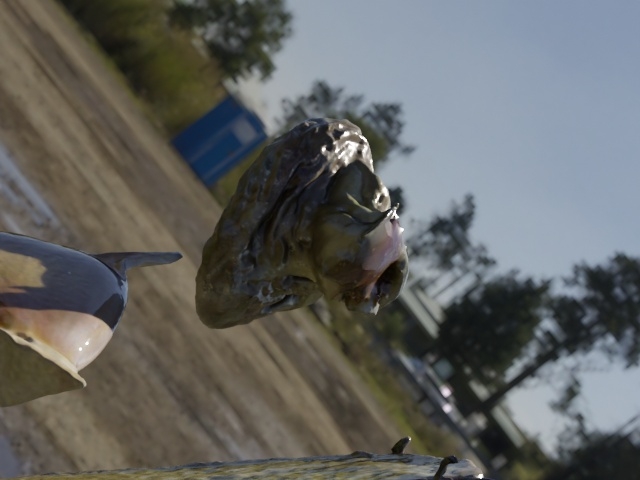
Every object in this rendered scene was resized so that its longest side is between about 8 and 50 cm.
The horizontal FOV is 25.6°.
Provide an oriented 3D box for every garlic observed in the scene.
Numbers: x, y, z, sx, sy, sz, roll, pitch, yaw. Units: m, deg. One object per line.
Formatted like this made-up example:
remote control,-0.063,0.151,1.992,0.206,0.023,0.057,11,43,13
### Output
garlic,-0.208,0.040,1.008,0.148,0.128,0.266,34,29,-2

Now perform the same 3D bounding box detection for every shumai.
shumai,0.000,0.000,1.144,0.153,0.209,0.161,23,-36,24

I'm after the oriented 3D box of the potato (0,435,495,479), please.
potato,-0.069,0.130,0.397,0.098,0.243,0.138,82,6,-86
